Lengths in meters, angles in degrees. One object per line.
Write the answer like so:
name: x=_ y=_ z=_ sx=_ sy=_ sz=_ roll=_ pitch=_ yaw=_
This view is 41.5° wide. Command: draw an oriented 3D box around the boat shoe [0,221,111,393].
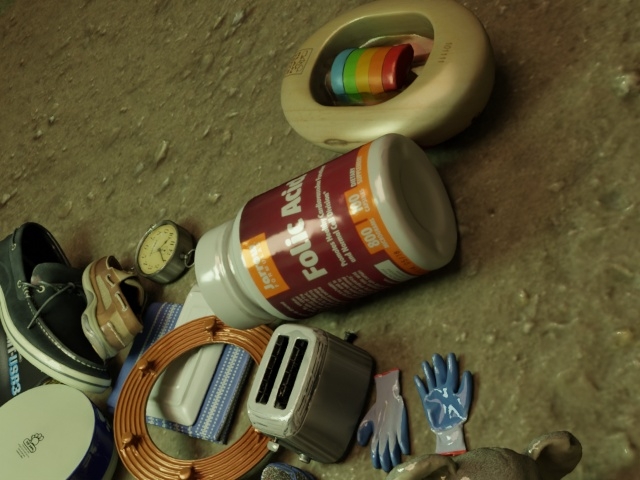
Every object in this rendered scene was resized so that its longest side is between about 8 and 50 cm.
boat shoe: x=-0.562 y=0.128 z=1.769 sx=0.156 sy=0.187 sz=0.500 roll=-51 pitch=49 yaw=8

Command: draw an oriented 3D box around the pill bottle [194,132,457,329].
pill bottle: x=0.000 y=0.000 z=1.371 sx=0.392 sy=0.224 sz=0.224 roll=-24 pitch=51 yaw=29

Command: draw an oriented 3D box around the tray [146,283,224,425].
tray: x=-0.242 y=0.201 z=1.563 sx=0.145 sy=0.030 sz=0.270 roll=3 pitch=64 yaw=39

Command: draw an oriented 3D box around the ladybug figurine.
ladybug figurine: x=0.117 y=-0.273 z=1.480 sx=0.449 sy=0.162 sz=0.305 roll=12 pitch=74 yaw=44

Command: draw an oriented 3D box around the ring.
ring: x=-0.203 y=0.265 z=1.432 sx=0.337 sy=0.032 sz=0.336 roll=-11 pitch=52 yaw=14

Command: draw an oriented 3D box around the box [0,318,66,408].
box: x=-0.691 y=0.275 z=1.930 sx=0.293 sy=0.073 sz=0.295 roll=-39 pitch=46 yaw=18

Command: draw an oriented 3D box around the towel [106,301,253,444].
towel: x=-0.257 y=0.241 z=1.597 sx=0.336 sy=0.040 sz=0.243 roll=3 pitch=65 yaw=41

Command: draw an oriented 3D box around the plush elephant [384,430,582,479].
plush elephant: x=0.212 y=0.345 z=0.929 sx=0.330 sy=0.272 sz=0.255 roll=-145 pitch=45 yaw=-62

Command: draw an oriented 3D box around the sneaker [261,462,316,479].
sneaker: x=-0.032 y=0.409 z=1.249 sx=0.083 sy=0.087 sz=0.221 roll=-50 pitch=43 yaw=5

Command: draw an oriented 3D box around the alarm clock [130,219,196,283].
alarm clock: x=-0.311 y=0.029 z=1.746 sx=0.192 sy=0.064 sz=0.129 roll=9 pitch=71 yaw=47

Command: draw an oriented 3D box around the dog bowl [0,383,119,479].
dog bowl: x=-0.526 y=0.409 z=1.603 sx=0.265 sy=0.104 sz=0.265 roll=-10 pitch=45 yaw=11

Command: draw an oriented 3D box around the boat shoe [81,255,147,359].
boat shoe: x=-0.411 y=0.121 z=1.735 sx=0.116 sy=0.123 sz=0.324 roll=-29 pitch=32 yaw=1

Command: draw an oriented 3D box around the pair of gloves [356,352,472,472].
pair of gloves: x=0.136 y=0.253 z=1.244 sx=0.198 sy=0.023 sz=0.159 roll=-20 pitch=53 yaw=31

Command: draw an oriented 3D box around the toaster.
toaster: x=-0.013 y=0.223 z=1.303 sx=0.129 sy=0.146 sz=0.227 roll=7 pitch=70 yaw=43
